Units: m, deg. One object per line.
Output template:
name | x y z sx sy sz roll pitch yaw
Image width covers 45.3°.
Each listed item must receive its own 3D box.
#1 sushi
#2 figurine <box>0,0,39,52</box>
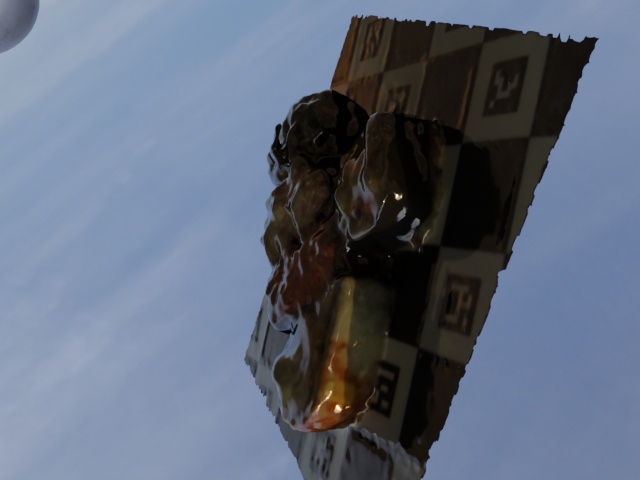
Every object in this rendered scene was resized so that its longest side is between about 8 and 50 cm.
sushi | 0.000 0.000 0.533 0.320 0.069 0.339 46 -60 63
figurine | -0.181 -0.203 0.349 0.382 0.186 0.261 -45 -138 24
